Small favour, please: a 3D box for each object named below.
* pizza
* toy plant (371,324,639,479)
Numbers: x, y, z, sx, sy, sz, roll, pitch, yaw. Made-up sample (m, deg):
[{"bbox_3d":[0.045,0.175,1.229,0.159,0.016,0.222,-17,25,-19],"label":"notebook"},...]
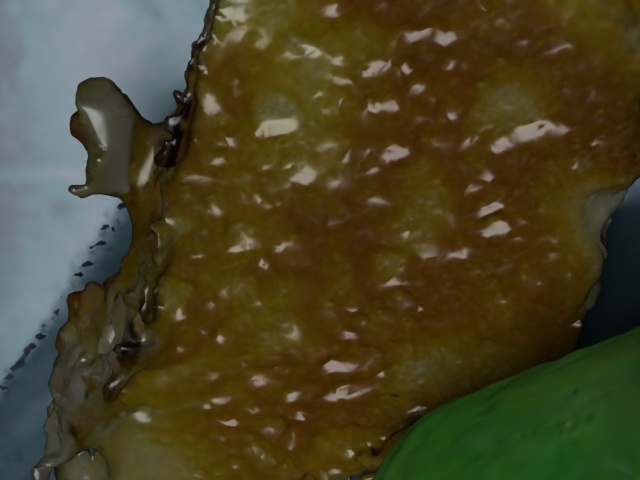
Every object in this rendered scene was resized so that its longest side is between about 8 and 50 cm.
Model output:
[{"bbox_3d":[0.000,0.000,0.562,0.189,0.071,0.297,19,113,-11],"label":"pizza"},{"bbox_3d":[0.206,0.021,0.440,0.317,0.210,0.356,19,112,-3],"label":"toy plant"}]
